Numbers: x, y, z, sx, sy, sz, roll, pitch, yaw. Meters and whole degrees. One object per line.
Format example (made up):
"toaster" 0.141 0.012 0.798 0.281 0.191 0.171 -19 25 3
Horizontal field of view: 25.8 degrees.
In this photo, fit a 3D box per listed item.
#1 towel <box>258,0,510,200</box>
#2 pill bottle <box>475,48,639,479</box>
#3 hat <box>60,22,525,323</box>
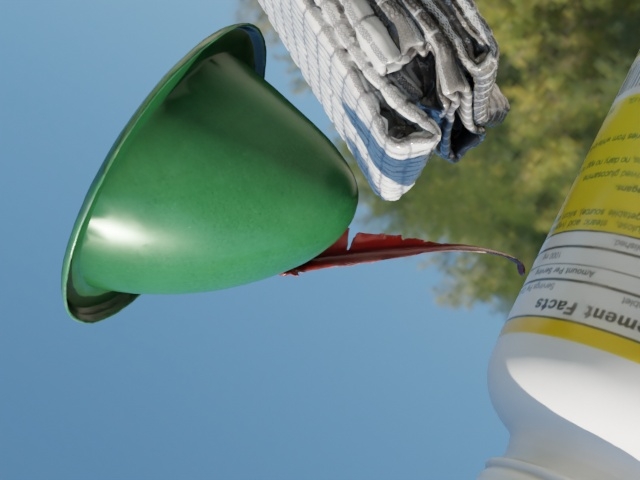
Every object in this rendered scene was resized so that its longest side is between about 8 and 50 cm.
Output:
"towel" 0.029 -0.183 0.983 0.284 0.121 0.235 59 178 8
"pill bottle" 0.209 0.041 0.766 0.187 0.334 0.188 26 167 7
"hat" 0.000 0.000 0.723 0.183 0.173 0.208 31 -121 11
